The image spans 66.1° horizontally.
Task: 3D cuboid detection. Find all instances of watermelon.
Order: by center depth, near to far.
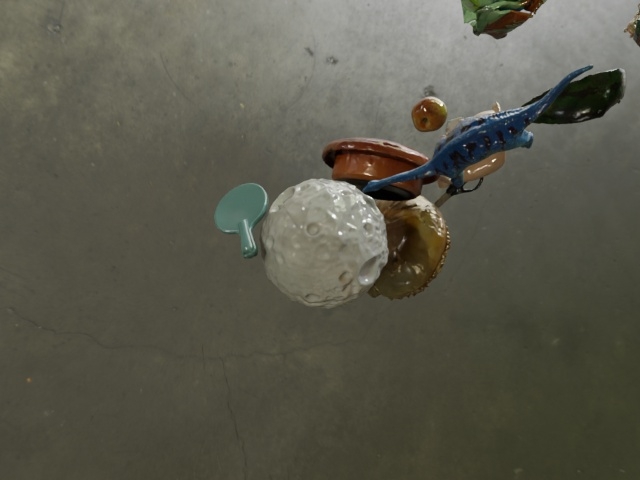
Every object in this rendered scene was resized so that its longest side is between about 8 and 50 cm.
[{"bbox_3d":[0.698,-0.391,1.327,0.300,0.129,0.123,-19,115,2],"label":"watermelon"}]

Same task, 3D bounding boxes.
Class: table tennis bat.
[{"bbox_3d":[-0.194,-0.053,1.234,0.152,0.040,0.244,-26,49,7],"label":"table tennis bat"}]

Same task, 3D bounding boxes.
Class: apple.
[{"bbox_3d":[0.387,-0.447,1.750,0.126,0.126,0.102,40,45,-6],"label":"apple"}]

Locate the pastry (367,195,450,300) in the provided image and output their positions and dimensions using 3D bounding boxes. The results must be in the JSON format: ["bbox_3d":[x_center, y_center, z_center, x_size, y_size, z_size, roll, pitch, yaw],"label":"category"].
[{"bbox_3d":[0.284,0.025,1.780,0.244,0.409,0.410,27,77,-31],"label":"pastry"}]

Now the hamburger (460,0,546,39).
[{"bbox_3d":[0.378,-0.521,0.943,0.150,0.260,0.276,40,31,-5],"label":"hamburger"}]

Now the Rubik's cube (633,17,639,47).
[{"bbox_3d":[0.727,-0.447,1.042,0.111,0.111,0.093,19,81,-11],"label":"Rubik's cube"}]

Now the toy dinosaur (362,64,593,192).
[{"bbox_3d":[0.223,-0.142,0.712,0.328,0.144,0.077,-25,78,28],"label":"toy dinosaur"}]

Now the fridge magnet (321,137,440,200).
[{"bbox_3d":[0.179,-0.216,1.496,0.363,0.363,0.156,13,85,-12],"label":"fridge magnet"}]

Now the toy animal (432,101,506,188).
[{"bbox_3d":[0.485,-0.304,1.612,0.256,0.195,0.213,-19,86,13],"label":"toy animal"}]

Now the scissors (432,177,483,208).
[{"bbox_3d":[0.461,-0.164,1.795,0.109,0.300,0.022,41,35,-5],"label":"scissors"}]

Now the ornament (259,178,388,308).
[{"bbox_3d":[0.000,0.000,1.266,0.336,0.337,0.338,2,83,-13],"label":"ornament"}]

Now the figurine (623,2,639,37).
[{"bbox_3d":[0.872,-0.605,1.334,0.098,0.146,0.081,-19,88,11],"label":"figurine"}]
